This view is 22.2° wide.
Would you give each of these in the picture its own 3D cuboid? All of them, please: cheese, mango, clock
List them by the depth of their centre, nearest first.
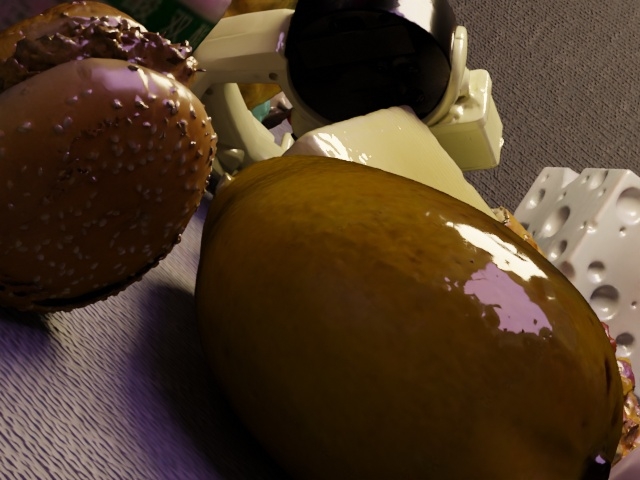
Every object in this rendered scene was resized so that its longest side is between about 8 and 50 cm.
[{"bbox_3d":[0.033,0.059,1.151,0.301,0.220,0.445,28,5,-33],"label":"mango"},{"bbox_3d":[0.079,0.020,1.497,0.265,0.124,0.242,54,24,7],"label":"cheese"},{"bbox_3d":[-0.023,-0.142,1.666,0.276,0.379,0.120,60,32,-41],"label":"clock"}]

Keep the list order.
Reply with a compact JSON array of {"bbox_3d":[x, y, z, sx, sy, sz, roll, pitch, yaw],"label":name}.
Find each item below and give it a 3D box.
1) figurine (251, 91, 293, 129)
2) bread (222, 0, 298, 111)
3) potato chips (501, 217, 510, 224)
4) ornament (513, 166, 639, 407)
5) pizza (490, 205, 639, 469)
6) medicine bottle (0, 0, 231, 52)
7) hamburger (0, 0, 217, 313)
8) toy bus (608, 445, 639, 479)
[{"bbox_3d":[-0.093,-0.193,2.147,0.138,0.110,0.245,44,14,5],"label":"figurine"},{"bbox_3d":[-0.121,-0.252,1.880,0.196,0.252,0.238,43,3,40],"label":"bread"},{"bbox_3d":[0.143,0.058,1.710,0.059,0.228,0.167,13,30,1],"label":"potato chips"},{"bbox_3d":[0.385,0.062,2.258,0.240,0.240,0.239,38,-10,-18],"label":"ornament"},{"bbox_3d":[0.264,0.123,1.913,0.278,0.114,0.409,19,36,-48],"label":"pizza"},{"bbox_3d":[-0.169,-0.203,1.167,0.212,0.325,0.212,40,7,-6],"label":"medicine bottle"},{"bbox_3d":[-0.144,-0.049,0.959,0.118,0.191,0.182,48,4,28],"label":"hamburger"},{"bbox_3d":[0.305,0.277,1.411,0.142,0.142,0.202,33,13,-44],"label":"toy bus"}]
